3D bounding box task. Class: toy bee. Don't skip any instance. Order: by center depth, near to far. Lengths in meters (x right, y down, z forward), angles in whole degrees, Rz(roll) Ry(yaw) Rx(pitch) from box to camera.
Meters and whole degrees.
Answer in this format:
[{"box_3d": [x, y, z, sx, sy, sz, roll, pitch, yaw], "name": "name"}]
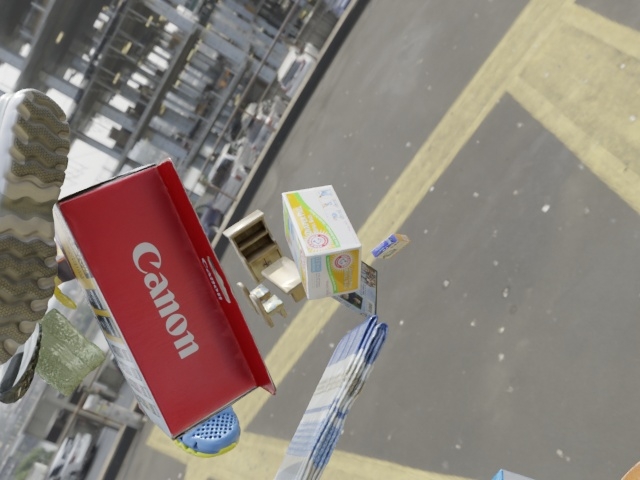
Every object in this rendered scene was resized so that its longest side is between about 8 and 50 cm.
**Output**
[{"box_3d": [-0.518, 0.040, 1.177, 0.162, 0.195, 0.298, 28, 85, 48], "name": "toy bee"}]

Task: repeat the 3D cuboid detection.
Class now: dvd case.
[{"box_3d": [0.059, 0.095, 1.686, 0.022, 0.253, 0.180, -38, 30, 36], "name": "dvd case"}]

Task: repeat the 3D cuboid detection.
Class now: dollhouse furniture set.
[{"box_3d": [-0.113, 0.048, 1.475, 0.212, 0.161, 0.242, -35, 32, -17], "name": "dollhouse furniture set"}]

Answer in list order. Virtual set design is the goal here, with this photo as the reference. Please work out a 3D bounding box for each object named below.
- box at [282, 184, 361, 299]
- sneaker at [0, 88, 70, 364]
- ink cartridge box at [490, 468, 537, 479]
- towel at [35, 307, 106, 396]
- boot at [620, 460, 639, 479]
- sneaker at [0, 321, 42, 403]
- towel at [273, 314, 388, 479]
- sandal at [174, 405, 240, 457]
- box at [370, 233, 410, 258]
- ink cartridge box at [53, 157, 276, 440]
[{"box_3d": [0.000, 0.000, 1.169, 0.203, 0.103, 0.114, -113, 16, -48], "name": "box"}, {"box_3d": [-0.323, -0.006, 0.588, 0.115, 0.105, 0.281, 0, 71, 21], "name": "sneaker"}, {"box_3d": [0.290, 0.494, 0.993, 0.148, 0.086, 0.203, -74, 0, -49], "name": "ink cartridge box"}, {"box_3d": [-0.483, 0.205, 1.128, 0.110, 0.148, 0.027, -47, -7, -27], "name": "towel"}, {"box_3d": [0.495, 0.324, 0.843, 0.283, 0.220, 0.109, -38, 51, 18], "name": "boot"}, {"box_3d": [-0.522, 0.149, 1.022, 0.100, 0.108, 0.271, -59, 36, 38], "name": "sneaker"}, {"box_3d": [0.005, 0.249, 0.854, 0.285, 0.034, 0.209, -63, 3, -22], "name": "towel"}, {"box_3d": [-0.265, 0.290, 1.209, 0.317, 0.126, 0.138, 39, 135, 36], "name": "sandal"}, {"box_3d": [0.192, 0.016, 1.689, 0.081, 0.028, 0.136, -40, -19, 18], "name": "box"}, {"box_3d": [-0.212, 0.073, 0.773, 0.130, 0.309, 0.272, -28, 9, -26], "name": "ink cartridge box"}]
